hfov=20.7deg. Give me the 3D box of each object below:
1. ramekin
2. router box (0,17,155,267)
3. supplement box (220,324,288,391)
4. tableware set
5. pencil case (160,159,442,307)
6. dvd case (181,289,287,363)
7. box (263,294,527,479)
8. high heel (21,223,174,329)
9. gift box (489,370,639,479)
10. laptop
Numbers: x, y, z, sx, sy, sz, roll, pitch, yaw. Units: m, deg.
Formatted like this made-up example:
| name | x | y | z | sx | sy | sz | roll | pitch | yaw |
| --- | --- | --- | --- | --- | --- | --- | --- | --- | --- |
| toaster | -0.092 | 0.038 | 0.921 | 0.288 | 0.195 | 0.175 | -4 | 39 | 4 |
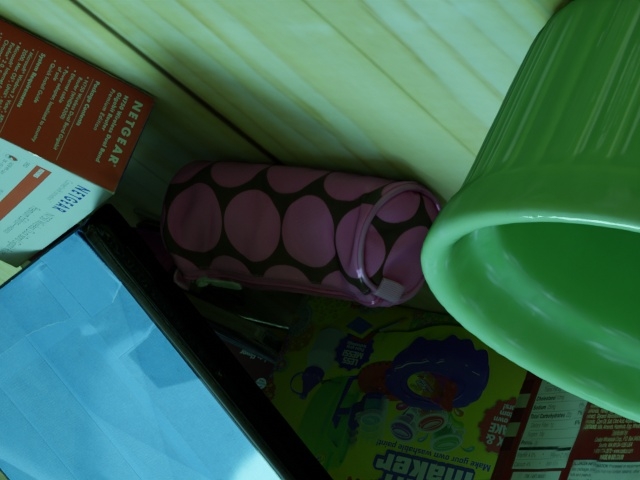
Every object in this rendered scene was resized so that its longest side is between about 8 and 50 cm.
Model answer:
| name | x | y | z | sx | sy | sz | roll | pitch | yaw |
| --- | --- | --- | --- | --- | --- | --- | --- | --- | --- |
| ramekin | 0.217 | -0.005 | 0.903 | 0.303 | 0.148 | 0.303 | 20 | 162 | 7 |
| router box | -0.318 | -0.102 | 1.349 | 0.301 | 0.082 | 0.335 | 27 | 161 | -16 |
| supplement box | -0.071 | 0.203 | 1.765 | 0.129 | 0.191 | 0.194 | 12 | 160 | 27 |
| tableware set | -0.115 | 0.022 | 1.568 | 0.104 | 0.024 | 0.154 | 19 | 161 | 9 |
| pencil case | -0.017 | -0.003 | 1.264 | 0.209 | 0.098 | 0.095 | 5 | 155 | 40 |
| dvd case | -0.104 | 0.072 | 1.630 | 0.221 | 0.018 | 0.164 | 22 | 171 | 30 |
| box | 0.134 | 0.199 | 1.542 | 0.290 | 0.177 | 0.279 | 9 | 158 | 35 |
| high heel | -0.211 | -0.001 | 1.565 | 0.082 | 0.117 | 0.244 | 53 | 172 | -30 |
| gift box | 0.275 | 0.190 | 1.218 | 0.258 | 0.276 | 0.255 | 27 | 167 | -19 |
| laptop | -0.135 | 0.191 | 1.356 | 0.382 | 0.236 | 0.408 | 51 | 178 | -6 |
